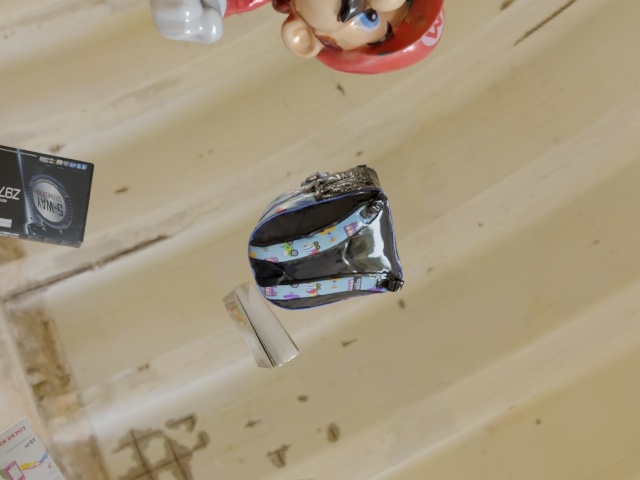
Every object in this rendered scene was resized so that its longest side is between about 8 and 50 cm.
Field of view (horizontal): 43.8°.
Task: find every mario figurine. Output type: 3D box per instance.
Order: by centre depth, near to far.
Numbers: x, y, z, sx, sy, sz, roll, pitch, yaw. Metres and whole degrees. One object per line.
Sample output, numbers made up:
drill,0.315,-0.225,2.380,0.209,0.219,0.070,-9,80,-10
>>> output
mario figurine,-0.013,-0.227,0.573,0.198,0.321,0.170,-36,-136,32

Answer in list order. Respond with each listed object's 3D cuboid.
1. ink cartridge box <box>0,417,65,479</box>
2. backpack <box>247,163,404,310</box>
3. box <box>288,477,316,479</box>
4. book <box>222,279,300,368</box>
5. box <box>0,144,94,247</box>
ink cartridge box,-0.435,0.329,1.134,0.052,0.088,0.122,-30,-86,37
backpack,0.000,0.000,0.959,0.117,0.173,0.158,-105,180,-57
box,-0.134,0.327,0.639,0.058,0.322,0.232,9,68,-66
book,-0.073,0.096,0.902,0.096,0.035,0.144,59,-15,2
box,-0.219,-0.034,0.604,0.018,0.083,0.067,148,-51,-61
